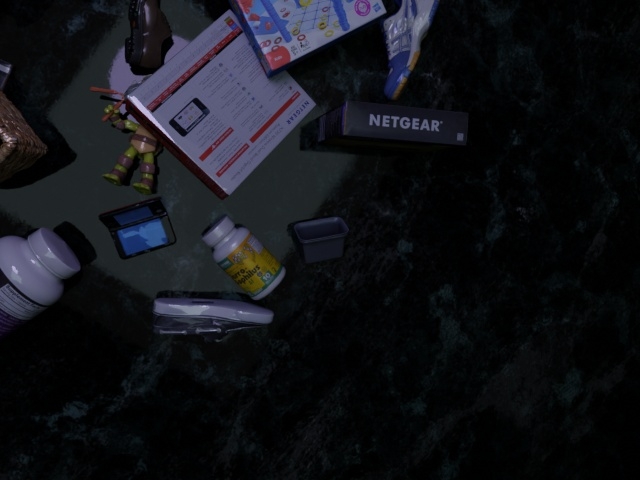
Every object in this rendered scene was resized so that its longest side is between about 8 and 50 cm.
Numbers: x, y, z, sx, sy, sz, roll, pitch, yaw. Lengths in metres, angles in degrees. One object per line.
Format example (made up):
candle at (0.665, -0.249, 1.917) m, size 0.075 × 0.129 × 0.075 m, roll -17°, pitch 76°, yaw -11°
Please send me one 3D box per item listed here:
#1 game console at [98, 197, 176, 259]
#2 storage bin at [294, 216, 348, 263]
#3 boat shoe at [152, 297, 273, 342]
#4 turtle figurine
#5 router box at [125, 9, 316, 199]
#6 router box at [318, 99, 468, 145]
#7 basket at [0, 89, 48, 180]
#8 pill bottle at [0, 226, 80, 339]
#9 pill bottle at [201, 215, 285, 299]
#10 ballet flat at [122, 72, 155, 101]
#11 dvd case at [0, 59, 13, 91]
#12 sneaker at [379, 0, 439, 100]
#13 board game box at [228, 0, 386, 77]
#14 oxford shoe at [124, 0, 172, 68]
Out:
game console at (-0.440, -0.027, 1.125) m, size 0.144 × 0.124 × 0.085 m, roll -19°, pitch 74°, yaw -12°
storage bin at (0.000, 0.000, 1.244) m, size 0.135 × 0.098 × 0.091 m, roll -10°, pitch 127°, yaw -14°
boat shoe at (-0.273, 0.209, 1.183) m, size 0.301 × 0.108 × 0.102 m, roll 5°, pitch 95°, yaw -13°
turtle figurine at (-0.432, -0.230, 1.096) m, size 0.269 × 0.087 × 0.217 m, roll 22°, pitch 75°, yaw -23°
router box at (-0.226, -0.319, 1.103) m, size 0.301 × 0.082 × 0.335 m, roll 46°, pitch 70°, yaw -15°
router box at (0.171, -0.279, 1.170) m, size 0.309 × 0.243 × 0.081 m, roll 2°, pitch 96°, yaw -14°
basket at (-0.754, -0.250, 0.924) m, size 0.213 × 0.223 × 0.299 m, roll -35°, pitch 105°, yaw -8°
pill bottle at (-0.710, 0.113, 1.018) m, size 0.323 × 0.181 × 0.181 m, roll -37°, pitch 104°, yaw -8°
pill bottle at (-0.197, 0.042, 1.176) m, size 0.117 × 0.117 × 0.208 m, roll -43°, pitch 105°, yaw -6°
ballet flat at (-0.426, -0.371, 1.113) m, size 0.114 × 0.041 × 0.041 m, roll -30°, pitch 103°, yaw -10°
dvd case at (-0.809, -0.325, 1.025) m, size 0.165 × 0.018 × 0.221 m, roll 23°, pitch 91°, yaw -16°
sneaker at (0.208, -0.523, 1.237) m, size 0.131 × 0.112 × 0.296 m, roll 20°, pitch 90°, yaw 1°
board game box at (-0.054, -0.583, 1.050) m, size 0.308 × 0.086 × 0.302 m, roll -30°, pitch 104°, yaw -6°
oxford shoe at (-0.397, -0.516, 1.089) m, size 0.096 × 0.083 × 0.227 m, roll 5°, pitch 94°, yaw -38°
